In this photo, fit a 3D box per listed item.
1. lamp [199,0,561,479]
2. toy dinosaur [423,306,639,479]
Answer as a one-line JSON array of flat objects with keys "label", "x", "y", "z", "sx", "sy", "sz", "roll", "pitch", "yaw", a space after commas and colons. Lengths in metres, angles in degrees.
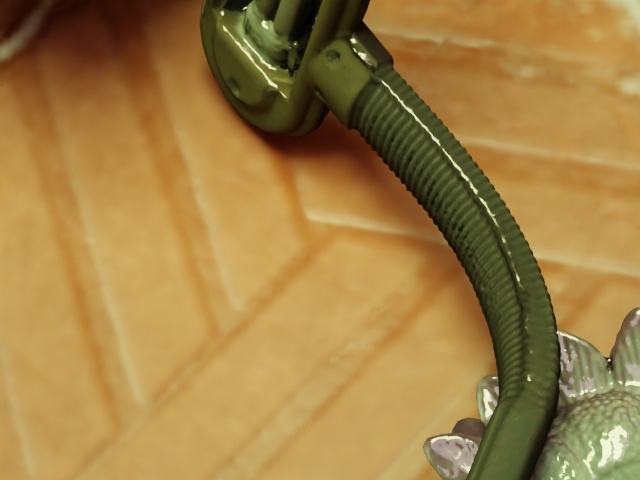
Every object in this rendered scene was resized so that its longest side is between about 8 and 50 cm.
[{"label": "lamp", "x": 0.007, "y": -0.001, "z": 0.468, "sx": 0.124, "sy": 0.203, "sz": 0.283, "roll": 9, "pitch": 53, "yaw": 3}, {"label": "toy dinosaur", "x": 0.063, "y": 0.075, "z": 0.539, "sx": 0.209, "sy": 0.039, "sz": 0.082, "roll": -27, "pitch": 62, "yaw": -8}]
